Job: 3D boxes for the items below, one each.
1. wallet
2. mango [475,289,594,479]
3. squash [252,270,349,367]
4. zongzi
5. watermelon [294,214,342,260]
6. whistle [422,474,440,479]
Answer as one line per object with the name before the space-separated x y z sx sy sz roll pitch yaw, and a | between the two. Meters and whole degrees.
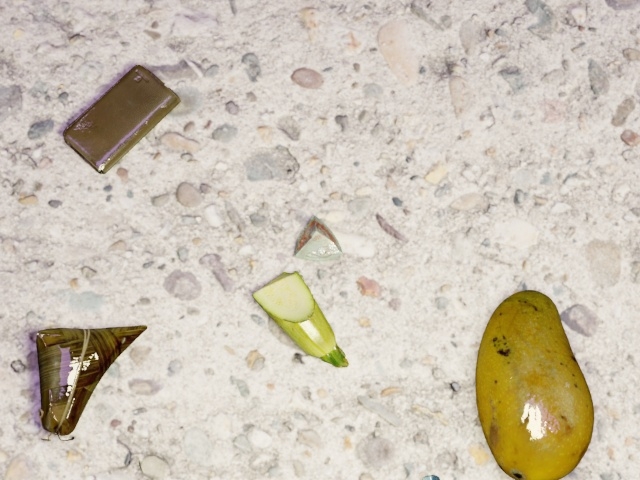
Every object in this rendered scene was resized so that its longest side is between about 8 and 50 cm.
wallet | -0.355 -0.218 2.073 0.110 0.031 0.198 41 75 9
mango | 0.350 0.237 1.925 0.177 0.176 0.329 11 66 -48
squash | -0.022 0.140 1.970 0.200 0.075 0.090 48 50 8
zongzi | -0.373 0.233 1.922 0.184 0.084 0.187 -2 81 -15
watermelon | 0.000 0.000 2.018 0.085 0.061 0.085 -2 69 4
whistle | 0.221 0.456 1.890 0.090 0.090 0.157 -5 73 -5
